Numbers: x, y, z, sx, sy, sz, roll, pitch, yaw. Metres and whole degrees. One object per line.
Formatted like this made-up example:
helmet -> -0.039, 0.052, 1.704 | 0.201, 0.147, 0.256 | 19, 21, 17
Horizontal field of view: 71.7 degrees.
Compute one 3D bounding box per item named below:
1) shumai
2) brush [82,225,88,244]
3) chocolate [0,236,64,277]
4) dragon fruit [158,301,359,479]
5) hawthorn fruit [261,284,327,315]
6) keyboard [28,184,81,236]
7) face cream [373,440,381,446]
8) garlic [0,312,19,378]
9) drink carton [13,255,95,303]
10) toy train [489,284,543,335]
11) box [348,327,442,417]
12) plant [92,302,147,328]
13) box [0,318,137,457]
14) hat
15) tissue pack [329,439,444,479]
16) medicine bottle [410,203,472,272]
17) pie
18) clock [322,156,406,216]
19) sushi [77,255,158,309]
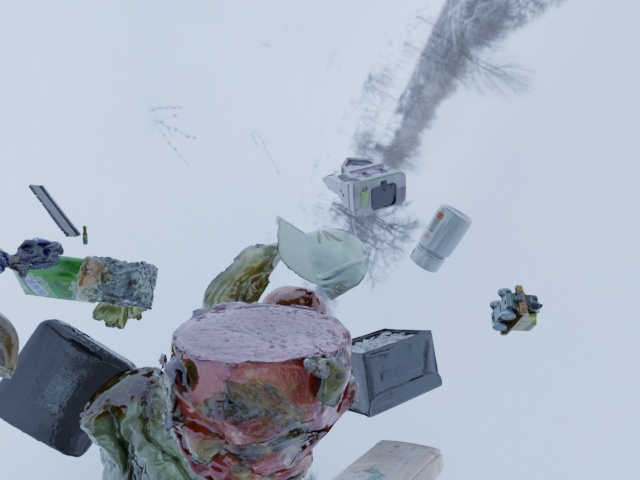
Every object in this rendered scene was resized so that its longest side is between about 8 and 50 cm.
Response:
shumai -> -0.414, 0.476, 1.073 | 0.398, 0.323, 0.324 | -6, -154, 42
brush -> -0.886, -0.019, 1.666 | 0.021, 0.019, 0.083 | -114, -146, -49
chocolate -> -0.972, 0.060, 1.417 | 0.126, 0.148, 0.343 | -44, 171, 14
dragon fruit -> -0.090, 0.255, 0.700 | 0.314, 0.297, 0.262 | -101, -168, -83
hawthorn fruit -> -0.120, 0.252, 1.563 | 0.211, 0.299, 0.211 | -15, 111, -45
keyboard -> -0.954, -0.104, 1.586 | 0.023, 0.231, 0.072 | -37, -178, 6
face cream -> 0.191, 0.667, 1.303 | 0.214, 0.096, 0.095 | 83, 30, -50
garlic -> -0.628, 0.165, 0.796 | 0.087, 0.195, 0.101 | -25, -140, 23
drink carton -> -0.977, 0.140, 1.668 | 0.161, 0.271, 0.108 | 104, -9, -45
toy train -> 0.568, 0.205, 1.282 | 0.219, 0.127, 0.089 | 87, 7, -57
box -> 0.206, 0.447, 1.561 | 0.251, 0.345, 0.204 | -13, -94, 55
plant -> -0.853, 0.227, 1.978 | 0.297, 0.305, 0.261 | -34, 143, 15
box -> -0.686, 0.392, 1.191 | 0.288, 0.290, 0.073 | -58, -175, -5
hat -> -0.001, 0.007, 1.331 | 0.168, 0.301, 0.257 | -46, -152, 17
tissue pack -> 0.131, 0.533, 0.969 | 0.326, 0.170, 0.071 | 0, 80, -54
medicine bottle -> 0.467, -0.007, 1.729 | 0.252, 0.145, 0.144 | -63, 178, 18
pie -> -0.228, 0.137, 1.320 | 0.337, 0.075, 0.337 | -48, 163, -19
clock -> 0.164, -0.230, 1.799 | 0.309, 0.235, 0.166 | -136, -145, -54
sushi -> -0.591, 0.129, 1.329 | 0.274, 0.184, 0.139 | 71, 22, -76
